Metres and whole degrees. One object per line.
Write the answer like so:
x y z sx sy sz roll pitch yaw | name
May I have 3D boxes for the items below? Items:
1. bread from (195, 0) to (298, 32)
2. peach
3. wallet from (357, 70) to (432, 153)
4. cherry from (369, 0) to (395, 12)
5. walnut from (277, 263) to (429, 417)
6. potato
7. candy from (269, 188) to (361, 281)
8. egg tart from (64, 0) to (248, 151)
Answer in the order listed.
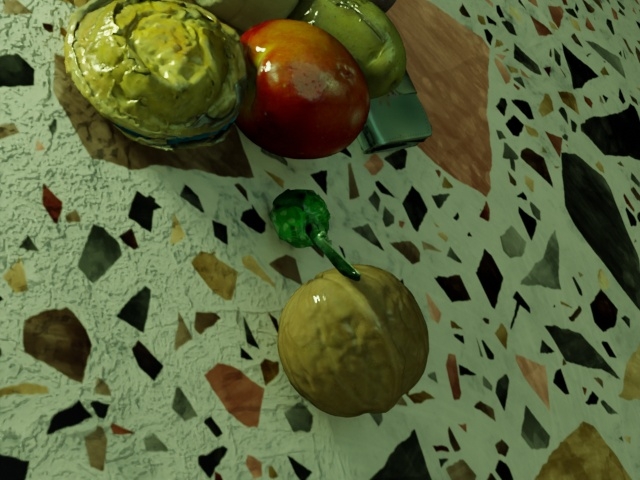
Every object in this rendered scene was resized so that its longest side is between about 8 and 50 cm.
-0.114 -0.423 1.887 0.141 0.148 0.134 24 41 -33 | bread
-0.035 -0.240 1.804 0.243 0.199 0.243 26 45 -29 | peach
0.094 -0.282 2.070 0.176 0.075 0.250 -13 75 -46 | wallet
0.053 -0.506 2.089 0.213 0.183 0.266 30 15 -4 | cherry
0.049 0.146 1.627 0.228 0.228 0.228 26 48 -33 | walnut
0.035 -0.340 1.927 0.248 0.169 0.143 37 46 14 | potato
0.001 0.002 1.651 0.097 0.097 0.323 36 6 -25 | candy
-0.230 -0.261 1.644 0.291 0.107 0.290 12 59 -20 | egg tart
